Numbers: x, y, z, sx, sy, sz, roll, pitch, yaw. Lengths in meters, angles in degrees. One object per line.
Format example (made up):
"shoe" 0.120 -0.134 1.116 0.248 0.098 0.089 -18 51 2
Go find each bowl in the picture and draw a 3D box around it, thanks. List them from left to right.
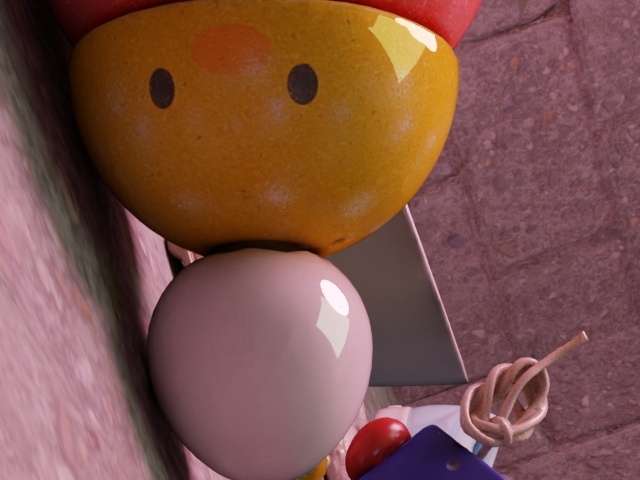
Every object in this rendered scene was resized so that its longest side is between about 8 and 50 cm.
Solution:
"bowl" 0.000 0.000 1.264 0.311 0.163 0.312 -19 90 -87

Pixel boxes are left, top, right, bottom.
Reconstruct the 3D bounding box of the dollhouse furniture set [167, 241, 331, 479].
"dollhouse furniture set" 0.025 0.129 0.995 0.197 0.151 0.302 63 8 -68

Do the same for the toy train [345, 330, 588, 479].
"toy train" 0.068 0.169 0.813 0.105 0.248 0.143 36 -31 37

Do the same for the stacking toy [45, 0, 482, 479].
"stacking toy" -0.023 -0.111 0.799 0.350 0.350 0.480 60 26 -75

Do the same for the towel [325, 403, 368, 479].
"towel" 0.035 0.228 1.574 0.282 0.049 0.187 65 6 -62

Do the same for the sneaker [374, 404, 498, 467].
"sneaker" 0.123 0.288 1.382 0.366 0.150 0.135 -87 163 -46
